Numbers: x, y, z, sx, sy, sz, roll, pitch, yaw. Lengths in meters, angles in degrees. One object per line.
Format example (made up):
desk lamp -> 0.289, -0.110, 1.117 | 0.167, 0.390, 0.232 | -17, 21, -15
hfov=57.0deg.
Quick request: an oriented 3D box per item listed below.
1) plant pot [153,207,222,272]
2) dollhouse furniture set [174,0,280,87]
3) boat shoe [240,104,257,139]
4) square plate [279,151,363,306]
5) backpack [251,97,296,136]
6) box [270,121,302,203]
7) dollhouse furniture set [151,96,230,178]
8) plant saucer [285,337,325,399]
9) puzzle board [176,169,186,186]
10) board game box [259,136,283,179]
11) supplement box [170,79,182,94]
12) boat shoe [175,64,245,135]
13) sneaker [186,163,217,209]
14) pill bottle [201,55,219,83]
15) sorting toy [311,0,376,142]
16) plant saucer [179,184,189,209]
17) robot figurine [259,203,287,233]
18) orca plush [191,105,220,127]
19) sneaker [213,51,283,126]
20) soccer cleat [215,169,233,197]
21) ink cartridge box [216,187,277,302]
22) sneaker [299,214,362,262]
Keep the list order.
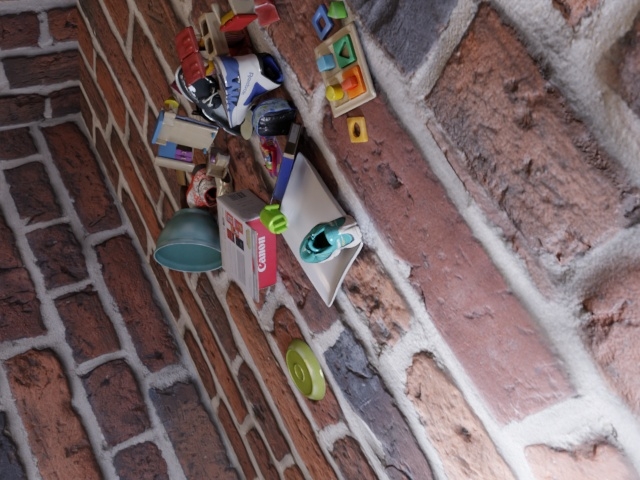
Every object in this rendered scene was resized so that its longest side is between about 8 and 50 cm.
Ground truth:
plant pot -> -0.534, -0.012, 2.457 | 0.293, 0.293, 0.196 | 130, 144, -58
dollhouse furniture set -> -0.243, -0.568, 1.677 | 0.374, 0.201, 0.152 | -5, 102, 54
boat shoe -> -0.227, -0.381, 1.912 | 0.049, 0.042, 0.133 | 39, 142, 13
square plate -> -0.004, -0.029, 1.728 | 0.344, 0.049, 0.347 | 57, 148, 24
backpack -> -0.140, -0.353, 1.698 | 0.084, 0.114, 0.105 | 57, 150, 34
box -> -0.102, -0.216, 1.721 | 0.225, 0.037, 0.136 | 113, 170, -50
dollhouse furniture set -> -0.423, -0.392, 2.030 | 0.303, 0.287, 0.198 | 137, 138, -58
plant saucer -> -0.064, 0.475, 2.145 | 0.241, 0.037, 0.240 | 38, 138, 45
puzzle board -> -0.638, -0.310, 2.692 | 0.096, 0.011, 0.128 | 38, 137, 46
board game box -> -0.167, -0.270, 1.881 | 0.133, 0.033, 0.168 | -25, 84, 61
supplement box -> -0.516, -0.599, 2.218 | 0.055, 0.083, 0.043 | 40, 160, -22
boat shoe -> -0.338, -0.448, 1.888 | 0.091, 0.114, 0.302 | 38, 180, 42
sneaker -> -0.479, -0.173, 2.417 | 0.145, 0.090, 0.270 | 58, 146, 28
pill bottle -> -0.378, -0.549, 1.995 | 0.186, 0.112, 0.112 | 47, 144, 37
sorting toy -> 0.046, -0.402, 1.418 | 0.196, 0.047, 0.347 | -11, 98, 61
plant saucer -> -0.572, -0.161, 2.575 | 0.168, 0.029, 0.168 | -10, -90, -83
robot figurine -> -0.147, -0.066, 1.834 | 0.115, 0.067, 0.101 | 41, 153, 47
orca plush -> -0.423, -0.488, 2.118 | 0.287, 0.102, 0.151 | 44, 142, 40
sneaker -> -0.202, -0.444, 1.717 | 0.315, 0.182, 0.127 | 116, 135, -75
soccer cleat -> -0.359, -0.193, 2.227 | 0.076, 0.068, 0.196 | -2, 102, 57
ink cartridge box -> -0.240, 0.019, 2.079 | 0.272, 0.130, 0.309 | 39, 138, 42
sneaker -> 0.000, 0.000, 1.573 | 0.275, 0.110, 0.107 | -34, 77, 60
